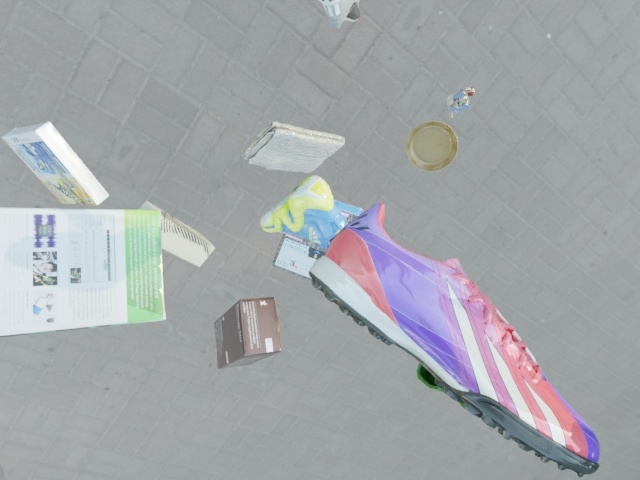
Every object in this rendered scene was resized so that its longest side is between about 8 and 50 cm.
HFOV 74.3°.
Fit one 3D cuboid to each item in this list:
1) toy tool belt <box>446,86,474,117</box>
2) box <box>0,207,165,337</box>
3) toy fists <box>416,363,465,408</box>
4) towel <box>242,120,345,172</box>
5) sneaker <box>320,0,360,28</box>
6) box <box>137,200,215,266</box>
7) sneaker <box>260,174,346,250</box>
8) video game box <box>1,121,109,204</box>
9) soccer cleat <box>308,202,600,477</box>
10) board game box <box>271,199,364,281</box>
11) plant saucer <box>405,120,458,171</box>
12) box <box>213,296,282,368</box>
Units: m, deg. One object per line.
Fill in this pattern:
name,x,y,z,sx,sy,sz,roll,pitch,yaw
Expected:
toy tool belt,0.355,-0.345,1.066,0.052,0.083,0.051,5,81,-29
box,-0.474,0.056,0.815,0.321,0.058,0.233,-1,82,-28
toy fists,0.378,0.365,1.058,0.142,0.279,0.096,25,82,-25
towel,-0.078,-0.273,1.278,0.282,0.049,0.187,-1,160,-40
sneaker,0.057,-0.520,0.832,0.229,0.086,0.132,-65,161,-12
box,-0.484,-0.015,1.398,0.094,0.113,0.275,-51,149,-2
sneaker,-0.029,-0.024,0.757,0.091,0.240,0.126,-42,96,-21
video game box,-0.631,-0.177,1.008,0.048,0.187,0.205,-54,134,-33
soccer cleat,0.139,0.088,0.415,0.318,0.108,0.116,37,86,14
board game box,0.000,0.000,1.492,0.231,0.141,0.291,20,86,17
plant saucer,0.182,-0.155,0.693,0.083,0.015,0.084,8,117,15
box,-0.278,0.349,1.549,0.143,0.191,0.381,1,157,-29
